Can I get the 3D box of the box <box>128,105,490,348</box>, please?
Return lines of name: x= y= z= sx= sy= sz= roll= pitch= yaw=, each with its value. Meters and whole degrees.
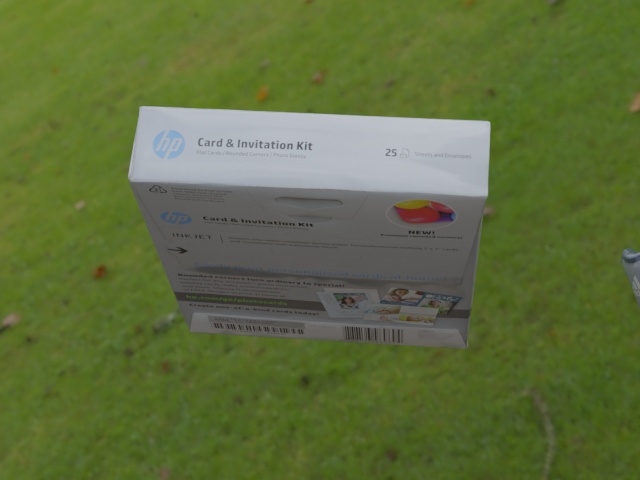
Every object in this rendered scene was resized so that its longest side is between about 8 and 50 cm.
box: x=0.000 y=0.000 z=0.675 sx=0.145 sy=0.186 sz=0.038 roll=3 pitch=69 yaw=5

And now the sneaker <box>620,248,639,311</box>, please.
sneaker: x=0.299 y=-0.021 z=0.815 sx=0.300 sy=0.121 sz=0.111 roll=-36 pitch=0 yaw=-9
